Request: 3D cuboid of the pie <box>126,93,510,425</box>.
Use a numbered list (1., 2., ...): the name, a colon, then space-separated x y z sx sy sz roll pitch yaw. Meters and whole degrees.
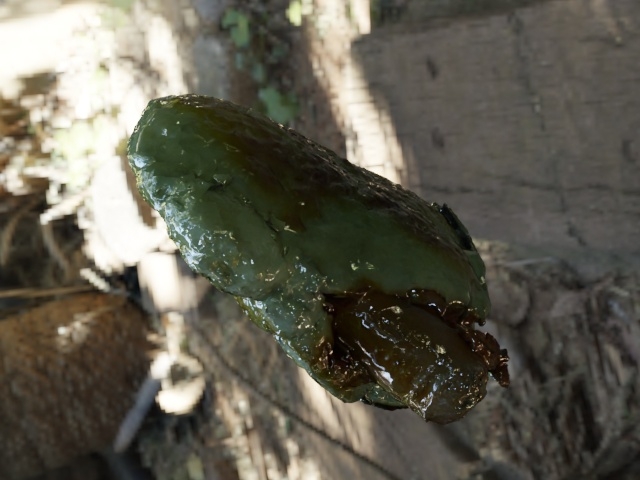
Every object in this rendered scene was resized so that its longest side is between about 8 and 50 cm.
1. pie: -0.002 -0.005 0.855 0.105 0.274 0.257 -54 12 23
